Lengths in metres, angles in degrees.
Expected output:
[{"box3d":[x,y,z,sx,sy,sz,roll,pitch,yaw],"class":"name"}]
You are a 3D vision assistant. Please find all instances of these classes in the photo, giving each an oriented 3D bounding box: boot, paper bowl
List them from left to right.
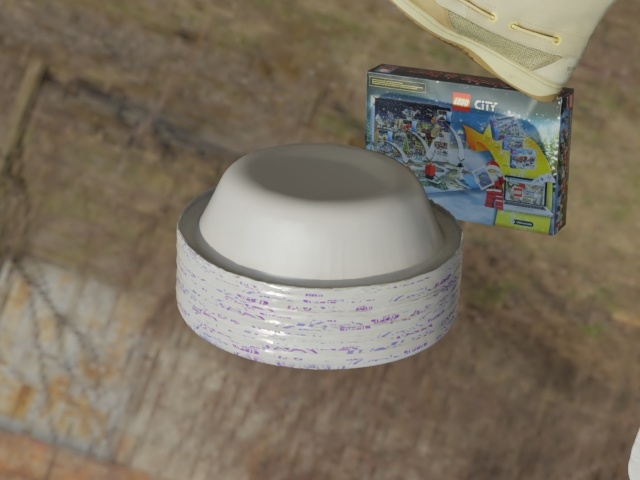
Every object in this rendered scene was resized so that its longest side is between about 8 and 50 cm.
[{"box3d":[0.000,0.000,1.645,0.284,0.148,0.284,2,-157,-1],"class":"paper bowl"},{"box3d":[0.185,-0.286,1.683,0.262,0.203,0.095,33,-157,-6],"class":"boot"}]

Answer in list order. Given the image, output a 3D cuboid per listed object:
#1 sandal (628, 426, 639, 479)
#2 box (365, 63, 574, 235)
[{"box3d":[0.553,0.201,2.323,0.169,0.416,0.102,37,-145,12],"class":"sandal"},{"box3d":[0.163,-0.103,1.864,0.233,0.159,0.044,11,-158,25],"class":"box"}]
